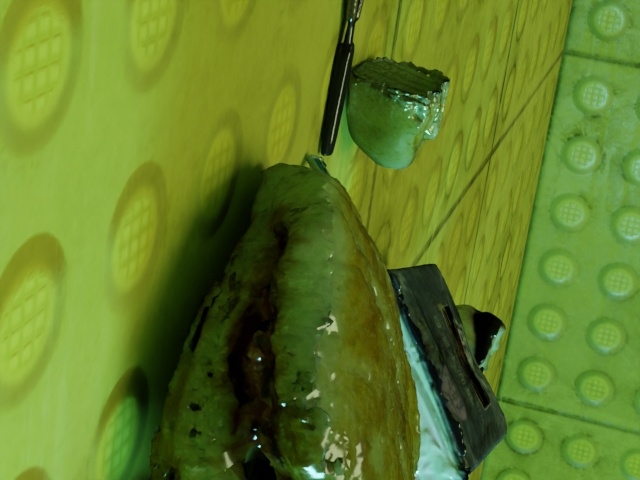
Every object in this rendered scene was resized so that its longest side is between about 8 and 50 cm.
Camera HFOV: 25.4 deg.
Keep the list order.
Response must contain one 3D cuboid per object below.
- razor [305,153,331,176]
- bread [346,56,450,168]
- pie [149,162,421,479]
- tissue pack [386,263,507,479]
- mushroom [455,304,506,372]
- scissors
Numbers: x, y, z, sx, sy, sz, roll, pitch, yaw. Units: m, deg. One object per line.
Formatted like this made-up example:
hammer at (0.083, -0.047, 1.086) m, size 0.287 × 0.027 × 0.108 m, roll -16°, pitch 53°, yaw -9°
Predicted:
razor at (-0.004, 0.001, 1.433) m, size 0.191 × 0.037 × 0.068 m, roll 93°, pitch -26°, yaw -51°
bread at (0.074, -0.131, 1.516) m, size 0.156 × 0.103 × 0.110 m, roll -29°, pitch 143°, yaw -65°
pie at (-0.011, 0.134, 1.216) m, size 0.418 × 0.180 × 0.395 m, roll -74°, pitch 155°, yaw -54°
tissue pack at (0.120, 0.161, 1.737) m, size 0.259 × 0.122 × 0.361 m, roll 69°, pitch 14°, yaw 6°
mushroom at (0.205, 0.225, 2.343) m, size 0.247 × 0.130 × 0.344 m, roll -66°, pitch 173°, yaw 32°
scissors at (0.026, -0.191, 1.411) m, size 0.088 × 0.017 × 0.220 m, roll -34°, pitch 136°, yaw -76°
